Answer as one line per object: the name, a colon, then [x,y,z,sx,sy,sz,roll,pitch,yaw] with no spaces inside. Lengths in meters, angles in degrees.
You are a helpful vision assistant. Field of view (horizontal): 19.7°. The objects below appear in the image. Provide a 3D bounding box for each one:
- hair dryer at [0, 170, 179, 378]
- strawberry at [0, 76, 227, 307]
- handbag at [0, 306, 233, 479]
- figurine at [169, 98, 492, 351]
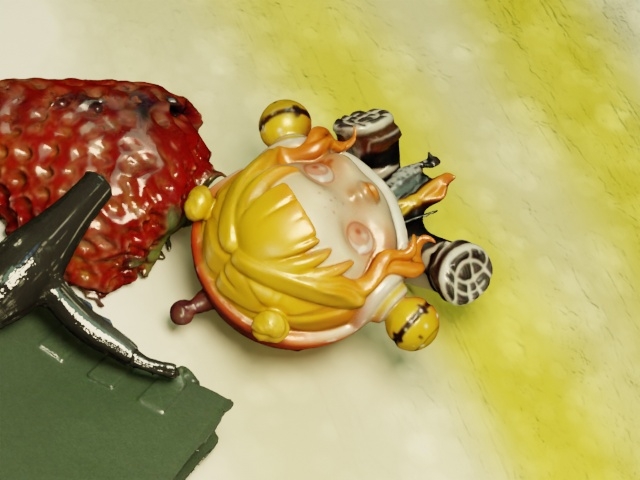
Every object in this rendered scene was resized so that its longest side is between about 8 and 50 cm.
hair dryer: [-0.217,0.057,1.821,0.219,0.075,0.195,40,61,0]
strawberry: [-0.238,-0.103,1.980,0.253,0.150,0.280,-33,72,-37]
handbag: [-0.247,0.180,1.782,0.247,0.079,0.260,31,43,9]
figurine: [-0.001,0.002,1.963,0.323,0.196,0.320,-14,62,-39]
